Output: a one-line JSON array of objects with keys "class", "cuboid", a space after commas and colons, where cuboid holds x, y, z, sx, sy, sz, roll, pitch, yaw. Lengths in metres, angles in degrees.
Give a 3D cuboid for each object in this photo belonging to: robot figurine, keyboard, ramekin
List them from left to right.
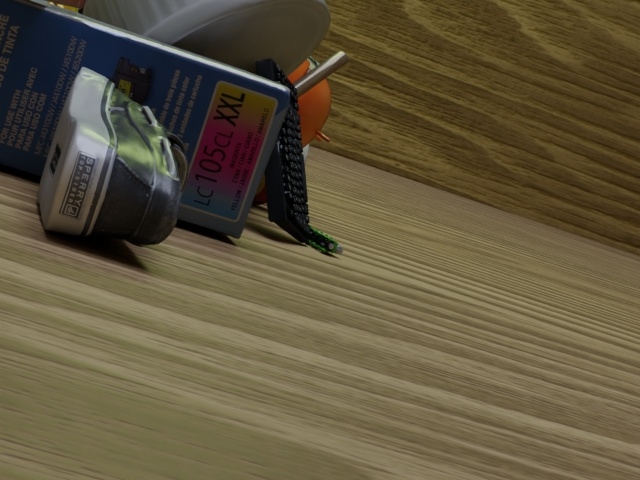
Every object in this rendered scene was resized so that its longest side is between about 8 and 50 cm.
[{"class": "ramekin", "cuboid": [-0.135, -0.235, 1.840, 0.127, 0.273, 0.273, 62, 19, 14]}, {"class": "robot figurine", "cuboid": [-0.078, -0.188, 2.045, 0.219, 0.158, 0.128, 39, 45, -8]}, {"class": "keyboard", "cuboid": [-0.039, -0.094, 1.690, 0.023, 0.180, 0.108, -16, -26, 21]}]

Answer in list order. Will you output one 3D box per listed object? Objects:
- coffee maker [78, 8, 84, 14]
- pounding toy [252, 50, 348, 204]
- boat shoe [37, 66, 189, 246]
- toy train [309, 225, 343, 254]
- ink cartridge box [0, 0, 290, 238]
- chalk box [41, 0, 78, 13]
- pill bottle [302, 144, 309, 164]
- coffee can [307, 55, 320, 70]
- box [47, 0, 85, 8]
[{"class": "coffee maker", "cuboid": [-0.313, -0.226, 2.082, 0.171, 0.120, 0.178, 19, 26, 17]}, {"class": "pounding toy", "cuboid": [-0.073, -0.097, 1.880, 0.237, 0.110, 0.183, -26, 3, 46]}, {"class": "boat shoe", "cuboid": [-0.153, -0.059, 1.296, 0.102, 0.108, 0.301, 18, 8, -13]}, {"class": "toy train", "cuboid": [0.000, 0.000, 1.710, 0.023, 0.017, 0.083, 28, 1, -26]}, {"class": "ink cartridge box", "cuboid": [-0.253, -0.144, 1.558, 0.395, 0.151, 0.270, 19, 5, -14]}, {"class": "chalk box", "cuboid": [-0.372, -0.230, 1.881, 0.132, 0.213, 0.132, 15, 51, -31]}, {"class": "pill bottle", "cuboid": [-0.099, -0.123, 2.240, 0.152, 0.086, 0.086, 17, 6, -16]}, {"class": "coffee can", "cuboid": [-0.155, -0.267, 2.400, 0.275, 0.201, 0.201, 44, -9, -32]}, {"class": "box", "cuboid": [-0.244, -0.278, 1.467, 0.091, 0.130, 0.170, 18, 7, 2]}]
